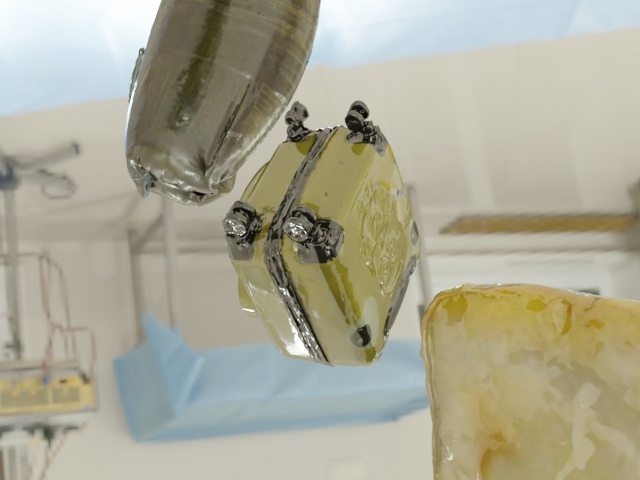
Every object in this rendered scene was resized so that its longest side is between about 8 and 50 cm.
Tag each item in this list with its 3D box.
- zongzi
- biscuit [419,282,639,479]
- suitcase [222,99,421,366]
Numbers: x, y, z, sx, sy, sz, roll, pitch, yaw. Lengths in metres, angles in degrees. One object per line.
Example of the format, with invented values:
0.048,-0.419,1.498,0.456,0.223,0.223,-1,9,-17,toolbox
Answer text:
-0.129,-0.211,1.714,0.207,0.403,0.432,18,170,3,zongzi
0.285,0.246,1.189,0.446,0.429,0.104,-2,-170,39,biscuit
0.000,0.000,1.273,0.143,0.194,0.235,4,137,27,suitcase
